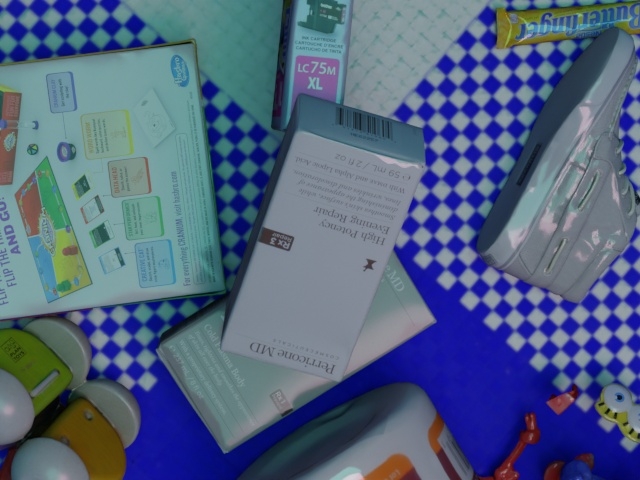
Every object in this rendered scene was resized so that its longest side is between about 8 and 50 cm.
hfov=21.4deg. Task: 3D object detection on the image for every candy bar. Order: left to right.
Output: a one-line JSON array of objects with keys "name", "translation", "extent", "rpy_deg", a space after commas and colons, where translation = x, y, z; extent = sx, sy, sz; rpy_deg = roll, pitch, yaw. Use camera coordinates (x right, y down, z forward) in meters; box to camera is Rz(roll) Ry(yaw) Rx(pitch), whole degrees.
[{"name": "candy bar", "translation": [0.249, -0.213, 1.652], "extent": [0.161, 0.018, 0.040], "rpy_deg": [-5, 95, -5]}]

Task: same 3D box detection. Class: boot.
[{"name": "boot", "translation": [0.263, -0.069, 1.637], "extent": [0.123, 0.095, 0.258], "rpy_deg": [27, 99, -14]}]

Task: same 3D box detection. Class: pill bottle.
[{"name": "pill bottle", "translation": [0.097, 0.350, 1.572], "extent": [0.224, 0.224, 0.392], "rpy_deg": [-32, 96, -3]}]

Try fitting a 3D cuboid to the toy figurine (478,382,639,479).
[{"name": "toy figurine", "translation": [0.290, 0.316, 1.542], "extent": [0.191, 0.217, 0.362], "rpy_deg": [-41, 83, 15]}]

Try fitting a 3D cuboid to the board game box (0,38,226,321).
[{"name": "board game box", "translation": [-0.259, -0.051, 1.583], "extent": [0.316, 0.064, 0.242], "rpy_deg": [-7, 95, -6]}]

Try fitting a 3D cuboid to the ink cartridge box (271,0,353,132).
[{"name": "ink cartridge box", "translation": [0.000, -0.250, 1.536], "extent": [0.065, 0.186, 0.311], "rpy_deg": [8, 94, -5]}]

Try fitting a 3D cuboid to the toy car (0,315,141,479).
[{"name": "toy car", "translation": [-0.268, 0.171, 1.573], "extent": [0.136, 0.159, 0.182], "rpy_deg": [-32, 99, 33]}]

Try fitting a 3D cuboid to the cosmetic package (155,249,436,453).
[{"name": "cosmetic package", "translation": [-0.023, 0.083, 1.601], "extent": [0.238, 0.107, 0.127], "rpy_deg": [-33, 94, 0]}]

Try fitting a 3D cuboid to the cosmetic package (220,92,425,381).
[{"name": "cosmetic package", "translation": [0.000, 0.000, 1.460], "extent": [0.117, 0.085, 0.231], "rpy_deg": [15, 118, -6]}]
